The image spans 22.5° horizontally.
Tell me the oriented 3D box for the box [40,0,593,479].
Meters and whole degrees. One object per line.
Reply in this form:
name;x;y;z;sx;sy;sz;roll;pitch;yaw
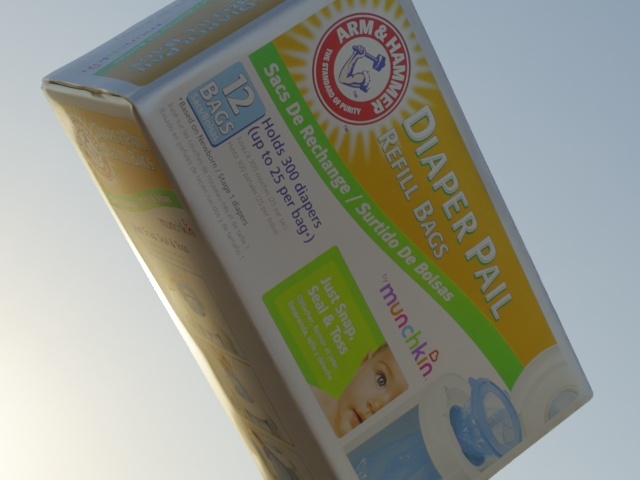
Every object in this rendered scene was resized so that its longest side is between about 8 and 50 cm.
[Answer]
box;0.000;0.000;0.616;0.103;0.114;0.203;19;-39;61
